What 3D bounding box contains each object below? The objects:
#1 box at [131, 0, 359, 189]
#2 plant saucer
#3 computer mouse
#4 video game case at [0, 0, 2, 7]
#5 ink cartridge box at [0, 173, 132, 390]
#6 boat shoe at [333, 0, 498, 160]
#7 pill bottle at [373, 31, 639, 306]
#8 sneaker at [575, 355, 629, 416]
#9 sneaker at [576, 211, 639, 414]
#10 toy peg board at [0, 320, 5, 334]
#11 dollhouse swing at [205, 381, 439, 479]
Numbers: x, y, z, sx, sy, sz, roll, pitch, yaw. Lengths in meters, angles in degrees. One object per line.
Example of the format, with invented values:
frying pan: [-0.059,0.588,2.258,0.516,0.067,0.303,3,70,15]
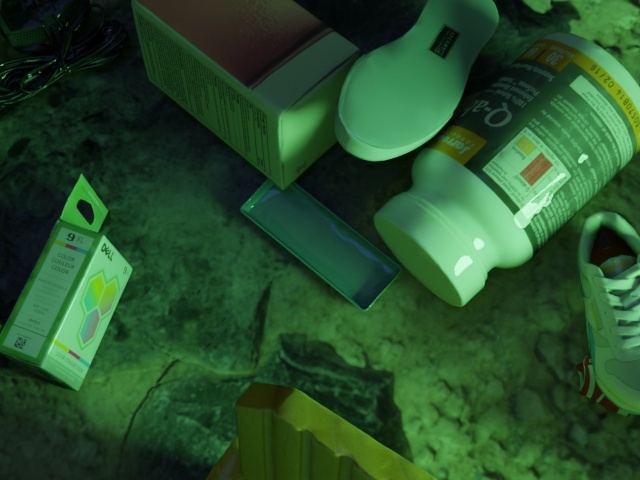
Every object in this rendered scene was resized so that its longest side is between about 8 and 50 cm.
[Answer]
box: [-0.082,-0.197,1.194,0.232,0.148,0.127,39,68,19]
plant saucer: [0.000,0.000,1.187,0.192,0.018,0.067,39,79,20]
computer mouse: [-0.370,-0.305,1.332,0.188,0.072,0.272,-27,80,-5]
video game case: [-0.493,-0.298,1.248,0.248,0.035,0.275,-2,66,7]
ink cartridge box: [-0.263,0.047,1.156,0.062,0.109,0.209,17,72,13]
boat shoe: [0.092,-0.167,1.140,0.113,0.105,0.306,31,49,-1]
pill bottle: [0.197,-0.072,1.110,0.278,0.162,0.162,-43,70,-9]
sneaker: [0.303,0.113,1.088,0.067,0.042,0.118,21,76,12]
sneaker: [0.295,0.070,1.035,0.087,0.092,0.229,-16,42,7]
toy peg board: [-0.396,0.122,1.124,0.079,0.161,0.160,36,78,6]
dollhouse swing: [-0.003,0.342,0.904,0.347,0.305,0.315,31,76,17]
